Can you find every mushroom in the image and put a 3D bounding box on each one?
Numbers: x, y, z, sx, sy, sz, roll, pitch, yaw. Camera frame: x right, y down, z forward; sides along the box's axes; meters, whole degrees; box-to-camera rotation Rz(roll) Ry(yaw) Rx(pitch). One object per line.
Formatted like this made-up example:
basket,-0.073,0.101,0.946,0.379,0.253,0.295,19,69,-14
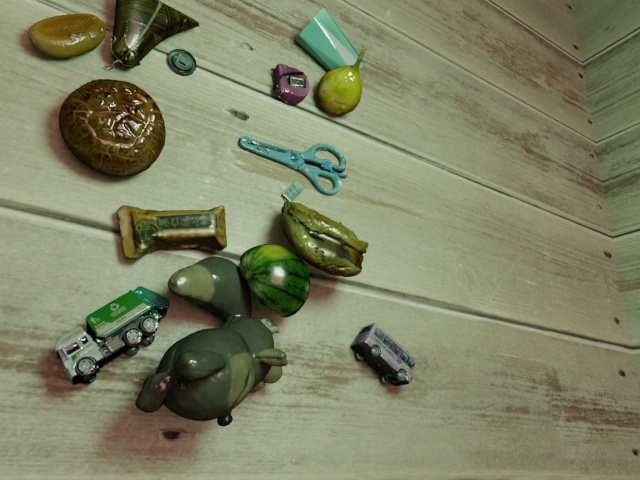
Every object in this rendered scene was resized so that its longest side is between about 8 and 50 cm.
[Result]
mushroom,-0.514,-0.285,1.150,0.253,0.153,0.253,5,76,-21

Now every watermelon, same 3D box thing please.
watermelon,-0.099,0.092,1.218,0.232,0.127,0.204,32,29,-45

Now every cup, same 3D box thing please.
cup,0.041,-0.680,1.635,0.235,0.134,0.148,43,60,-14

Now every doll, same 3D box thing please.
doll,-0.275,0.236,1.070,0.378,0.252,0.382,53,16,18

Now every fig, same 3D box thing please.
fig,0.089,-0.546,1.550,0.159,0.257,0.159,13,54,-19

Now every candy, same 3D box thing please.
candy,-0.372,-0.024,1.179,0.271,0.101,0.143,-2,69,-27

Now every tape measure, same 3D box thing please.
tape measure,-0.099,-0.515,1.525,0.125,0.074,0.118,-2,76,-30

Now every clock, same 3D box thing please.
clock,-0.412,-0.530,1.371,0.085,0.017,0.085,11,69,-29

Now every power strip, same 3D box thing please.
power strip,-0.085,-0.154,1.447,0.040,0.016,0.090,47,56,-10

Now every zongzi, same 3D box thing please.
zongzi,-0.462,-0.569,1.305,0.241,0.111,0.248,11,74,-36

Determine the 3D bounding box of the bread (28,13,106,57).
bread,-0.648,-0.526,1.189,0.189,0.077,0.114,-33,72,-34

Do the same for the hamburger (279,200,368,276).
hamburger,0.002,0.000,1.318,0.265,0.285,0.134,21,98,-24

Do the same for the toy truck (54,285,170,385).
toy truck,-0.459,0.209,1.039,0.253,0.114,0.124,-33,79,-35

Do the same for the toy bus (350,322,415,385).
toy bus,0.195,0.350,1.406,0.199,0.096,0.108,43,52,-9

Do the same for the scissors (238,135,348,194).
scissors,-0.075,-0.265,1.481,0.393,0.032,0.180,15,66,-27
